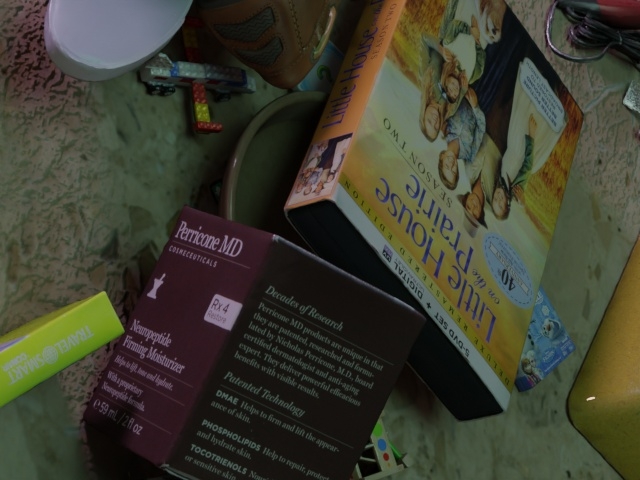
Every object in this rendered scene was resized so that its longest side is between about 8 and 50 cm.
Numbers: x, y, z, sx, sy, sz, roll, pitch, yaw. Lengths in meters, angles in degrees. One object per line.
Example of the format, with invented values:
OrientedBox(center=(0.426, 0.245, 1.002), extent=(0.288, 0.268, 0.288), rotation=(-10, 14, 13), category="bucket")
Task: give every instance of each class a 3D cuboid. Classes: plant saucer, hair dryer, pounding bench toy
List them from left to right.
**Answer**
OrientedBox(center=(0.000, 0.000, 1.781), extent=(0.278, 0.041, 0.277), rotation=(15, 70, -46), category="plant saucer")
OrientedBox(center=(0.043, 0.186, 1.764), extent=(0.083, 0.052, 0.065), rotation=(-12, 82, -44), category="pounding bench toy")
OrientedBox(center=(0.389, -0.263, 2.232), extent=(0.223, 0.080, 0.293), rotation=(44, 49, -20), category="hair dryer")
OrientedBox(center=(0.446, 0.168, 2.119), extent=(0.333, 0.081, 0.333), rotation=(46, 49, -19), category="plant saucer")

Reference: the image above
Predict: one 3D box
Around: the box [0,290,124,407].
OrientedBox(center=(-0.249, 0.101, 1.491), extent=(0.178, 0.109, 0.042), rotation=(-31, 98, -44), category="box")

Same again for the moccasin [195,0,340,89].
OrientedBox(center=(-0.011, -0.294, 1.829), extent=(0.147, 0.139, 0.380), rotation=(56, 27, -35), category="moccasin")

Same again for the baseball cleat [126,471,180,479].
OrientedBox(center=(-0.173, 0.248, 1.532), extent=(0.206, 0.072, 0.109), rotation=(-12, 88, -41), category="baseball cleat")

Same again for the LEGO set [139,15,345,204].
OrientedBox(center=(-0.064, -0.150, 1.795), extent=(0.182, 0.060, 0.244), rotation=(44, 50, -16), category="LEGO set")

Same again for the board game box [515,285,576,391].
OrientedBox(center=(0.213, 0.095, 1.976), extent=(0.090, 0.020, 0.090), rotation=(-36, 98, -44), category="board game box")

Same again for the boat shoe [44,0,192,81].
OrientedBox(center=(-0.170, -0.228, 1.693), extent=(0.113, 0.105, 0.306), rotation=(27, 47, -11), category="boat shoe")

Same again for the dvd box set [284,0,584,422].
OrientedBox(center=(0.125, -0.079, 1.874), extent=(0.307, 0.062, 0.420), rotation=(50, 41, -29), category="dvd box set")

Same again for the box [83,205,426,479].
OrientedBox(center=(-0.057, 0.105, 1.578), extent=(0.167, 0.168, 0.203), rotation=(28, 84, -31), category="box")
